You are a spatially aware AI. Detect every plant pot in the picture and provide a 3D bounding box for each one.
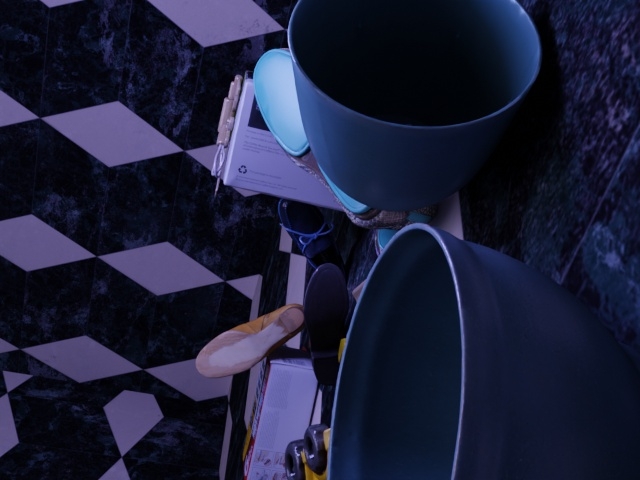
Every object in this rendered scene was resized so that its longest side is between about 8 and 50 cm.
[{"bbox_3d":[0.137,0.149,0.512,0.293,0.196,0.293,-168,90,-80],"label":"plant pot"},{"bbox_3d":[0.105,-0.177,0.853,0.235,0.292,0.293,93,-178,-58],"label":"plant pot"}]

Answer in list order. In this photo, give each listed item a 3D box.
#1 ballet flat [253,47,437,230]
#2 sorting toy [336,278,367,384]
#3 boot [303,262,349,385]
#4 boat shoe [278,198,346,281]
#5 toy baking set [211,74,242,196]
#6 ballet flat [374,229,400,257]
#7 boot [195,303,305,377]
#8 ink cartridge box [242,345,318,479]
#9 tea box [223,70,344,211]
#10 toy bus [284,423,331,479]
[{"bbox_3d":[0.041,-0.170,1.147,0.164,0.182,0.483,-55,46,20],"label":"ballet flat"},{"bbox_3d":[0.082,0.196,1.193,0.307,0.041,0.229,123,151,-71],"label":"sorting toy"},{"bbox_3d":[0.011,0.147,1.455,0.280,0.096,0.264,-104,5,-75],"label":"boot"},{"bbox_3d":[0.000,0.000,1.479,0.109,0.258,0.089,-39,30,-3],"label":"boat shoe"},{"bbox_3d":[-0.216,-0.237,1.459,0.197,0.030,0.256,-96,21,-60],"label":"toy baking set"},{"bbox_3d":[0.131,0.036,1.052,0.222,0.076,0.079,-91,-9,-51],"label":"ballet flat"},{"bbox_3d":[-0.158,0.249,1.628,0.104,0.295,0.211,62,175,6],"label":"boot"},{"bbox_3d":[-0.110,0.438,1.689,0.272,0.130,0.310,-158,80,-81],"label":"ink cartridge box"},{"bbox_3d":[-0.032,-0.225,1.463,0.323,0.328,0.220,-105,29,-70],"label":"tea box"},{"bbox_3d":[0.046,0.375,0.941,0.220,0.149,0.212,121,145,-54],"label":"toy bus"}]
